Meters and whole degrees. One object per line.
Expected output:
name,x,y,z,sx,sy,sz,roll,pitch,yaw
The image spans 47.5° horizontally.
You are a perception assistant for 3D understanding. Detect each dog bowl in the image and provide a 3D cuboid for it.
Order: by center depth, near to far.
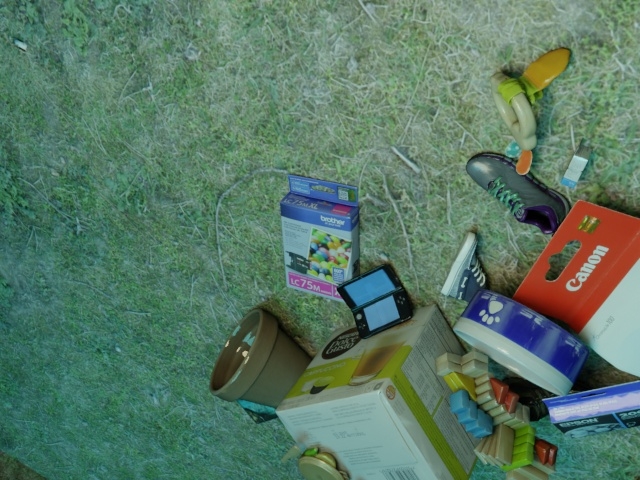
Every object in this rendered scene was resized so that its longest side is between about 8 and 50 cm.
dog bowl,0.418,0.212,1.523,0.265,0.104,0.265,32,175,3

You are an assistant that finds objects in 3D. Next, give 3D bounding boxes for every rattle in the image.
rattle,0.401,-0.238,1.351,0.200,0.143,0.130,58,167,-30

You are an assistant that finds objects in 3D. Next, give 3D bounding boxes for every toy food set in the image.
toy food set,0.007,0.534,1.693,0.192,0.038,0.132,35,141,0

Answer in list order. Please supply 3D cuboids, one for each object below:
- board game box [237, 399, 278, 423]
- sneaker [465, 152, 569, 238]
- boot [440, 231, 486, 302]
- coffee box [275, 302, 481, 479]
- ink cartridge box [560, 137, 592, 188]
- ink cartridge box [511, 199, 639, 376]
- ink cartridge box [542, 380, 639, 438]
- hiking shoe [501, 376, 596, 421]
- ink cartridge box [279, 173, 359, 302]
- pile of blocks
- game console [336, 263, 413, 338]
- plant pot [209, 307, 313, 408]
board game box,-0.170,0.492,2.221,0.186,0.026,0.126,-28,105,41
sneaker,0.381,-0.091,1.427,0.223,0.098,0.083,30,132,8
boot,0.332,0.062,1.597,0.086,0.069,0.190,21,139,7
coffee box,0.167,0.405,1.749,0.337,0.334,0.338,-21,108,40
ink cartridge box,0.482,-0.145,1.362,0.028,0.048,0.083,24,132,13
ink cartridge box,0.603,0.114,1.395,0.385,0.091,0.308,19,132,-2
ink cartridge box,0.607,0.368,1.567,0.206,0.045,0.208,-19,145,25
hiking shoe,0.515,0.378,1.675,0.227,0.114,0.086,-8,119,35
ink cartridge box,0.000,0.000,1.745,0.186,0.065,0.311,14,126,21
pile of blocks,0.392,0.389,1.586,0.362,0.149,0.112,49,137,2
game console,0.127,0.147,1.725,0.144,0.124,0.085,-27,148,18
plant pot,-0.140,0.351,1.976,0.229,0.263,0.263,33,135,-17
